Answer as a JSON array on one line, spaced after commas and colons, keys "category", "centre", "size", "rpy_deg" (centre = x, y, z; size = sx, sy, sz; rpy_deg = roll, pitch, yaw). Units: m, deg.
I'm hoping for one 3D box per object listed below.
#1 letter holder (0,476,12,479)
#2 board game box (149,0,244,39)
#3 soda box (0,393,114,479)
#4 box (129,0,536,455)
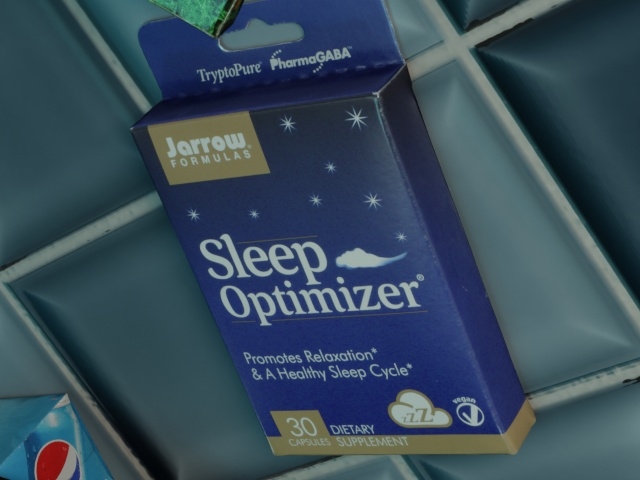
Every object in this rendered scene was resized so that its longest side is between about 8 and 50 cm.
[{"category": "letter holder", "centre": [-0.093, 0.275, 0.882], "size": [0.301, 0.152, 0.214], "rpy_deg": [18, 133, -4]}, {"category": "board game box", "centre": [-0.033, -0.212, 0.568], "size": [0.136, 0.030, 0.260], "rpy_deg": [28, 113, -3]}, {"category": "soda box", "centre": [-0.225, 0.140, 0.978], "size": [0.210, 0.071, 0.067], "rpy_deg": [-9, 117, 36]}, {"category": "box", "centre": [0.000, 0.000, 0.764], "size": [0.136, 0.036, 0.225], "rpy_deg": [-5, 117, 34]}]
